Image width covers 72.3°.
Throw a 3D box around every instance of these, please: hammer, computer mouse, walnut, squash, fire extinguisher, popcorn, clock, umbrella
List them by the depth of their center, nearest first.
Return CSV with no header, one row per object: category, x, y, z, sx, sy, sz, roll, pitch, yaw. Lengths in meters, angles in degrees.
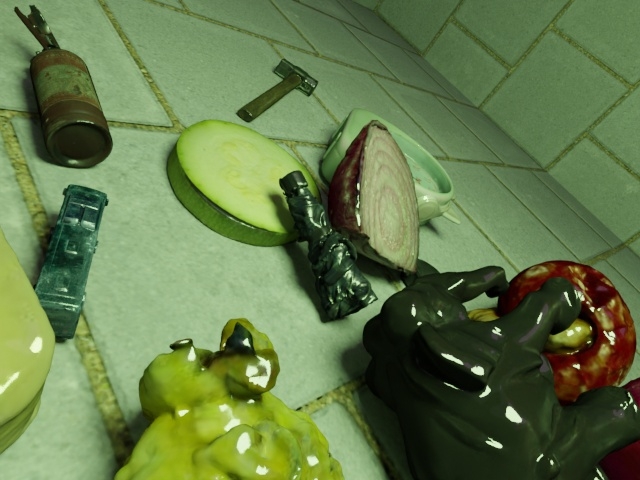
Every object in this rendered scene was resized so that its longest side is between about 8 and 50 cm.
popcorn,-0.083,0.172,0.332,0.169,0.173,0.195,-26,76,-30
fire extinguisher,-0.342,-0.218,0.581,0.075,0.106,0.252,-13,57,-27
umbrella,0.001,-0.001,0.612,0.071,0.080,0.224,9,53,-64
squash,-0.114,-0.091,0.700,0.252,0.049,0.251,25,37,-21
walnut,0.372,0.148,0.734,0.269,0.244,0.221,11,71,-63
computer mouse,0.193,0.079,0.776,0.079,0.047,0.134,10,44,-34
clock,0.167,-0.142,0.962,0.324,0.108,0.265,33,33,-9
hammer,-0.103,-0.346,1.018,0.111,0.043,0.365,34,35,-6

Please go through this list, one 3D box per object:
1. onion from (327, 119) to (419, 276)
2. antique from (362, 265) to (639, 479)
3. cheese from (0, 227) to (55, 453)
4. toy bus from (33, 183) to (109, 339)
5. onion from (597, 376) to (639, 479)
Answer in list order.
onion,0.080,-0.068,0.741,0.250,0.112,0.247,36,51,-49
antique,0.195,0.178,0.505,0.256,0.185,0.321,-3,62,-19
cheese,-0.385,-0.016,0.302,0.384,0.104,0.383,24,35,-19
toy bus,-0.245,0.014,0.429,0.047,0.065,0.165,15,41,-29
onion,0.491,0.318,0.482,0.347,0.348,0.385,54,19,23
